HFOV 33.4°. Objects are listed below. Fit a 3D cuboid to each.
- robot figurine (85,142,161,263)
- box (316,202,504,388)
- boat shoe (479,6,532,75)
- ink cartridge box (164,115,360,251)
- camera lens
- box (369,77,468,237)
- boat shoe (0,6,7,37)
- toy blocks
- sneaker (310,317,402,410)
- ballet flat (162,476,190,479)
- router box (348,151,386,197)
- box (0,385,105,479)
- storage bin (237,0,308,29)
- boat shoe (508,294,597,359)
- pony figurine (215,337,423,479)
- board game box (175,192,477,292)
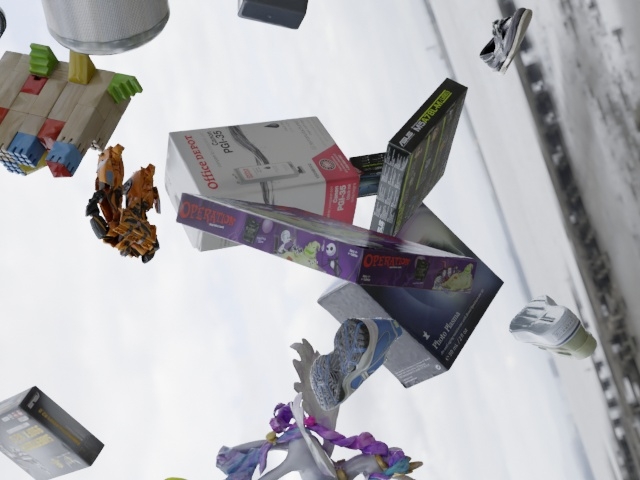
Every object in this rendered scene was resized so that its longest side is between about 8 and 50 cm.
[{"bbox_3d":[-0.451,-0.083,2.492,0.211,0.085,0.291,32,-146,-38],"label":"robot figurine"},{"bbox_3d":[0.204,0.115,2.389,0.294,0.183,0.296,43,-126,-7],"label":"box"},{"bbox_3d":[0.325,-0.360,1.904,0.065,0.075,0.206,29,166,6],"label":"boat shoe"},{"bbox_3d":[-0.104,-0.101,1.829,0.207,0.283,0.117,-122,31,-44],"label":"ink cartridge box"},{"bbox_3d":[-0.381,-0.474,1.835,0.219,0.220,0.274,-98,4,-48],"label":"camera lens"},{"bbox_3d":[0.143,-0.118,1.572,0.184,0.045,0.190,-47,-22,-36],"label":"box"},{"bbox_3d":[-0.635,-0.304,1.870,0.095,0.254,0.079,38,-165,-27],"label":"boat shoe"},{"bbox_3d":[-0.592,-0.252,2.258,0.190,0.382,0.260,67,-138,-58],"label":"toy blocks"},{"bbox_3d":[0.049,0.180,1.537,0.080,0.081,0.211,65,145,24],"label":"sneaker"},{"bbox_3d":[-0.167,0.444,1.629,0.231,0.077,0.077,38,-177,13],"label":"ballet flat"},{"bbox_3d":[0.108,-0.119,1.898,0.092,0.123,0.038,94,165,-64],"label":"router box"},{"bbox_3d":[-0.550,0.380,2.068,0.183,0.231,0.056,46,-131,-18],"label":"box"},{"bbox_3d":[-0.074,-0.408,1.747,0.098,0.135,0.091,131,145,-64],"label":"storage bin"},{"bbox_3d":[0.444,0.178,2.063,0.094,0.109,0.302,46,-179,-4],"label":"boat shoe"},{"bbox_3d":[-0.023,0.419,2.114,0.351,0.364,0.302,55,-162,-21],"label":"pony figurine"},{"bbox_3d":[0.000,0.000,1.351,0.208,0.347,0.056,12,-86,-45],"label":"board game box"}]
